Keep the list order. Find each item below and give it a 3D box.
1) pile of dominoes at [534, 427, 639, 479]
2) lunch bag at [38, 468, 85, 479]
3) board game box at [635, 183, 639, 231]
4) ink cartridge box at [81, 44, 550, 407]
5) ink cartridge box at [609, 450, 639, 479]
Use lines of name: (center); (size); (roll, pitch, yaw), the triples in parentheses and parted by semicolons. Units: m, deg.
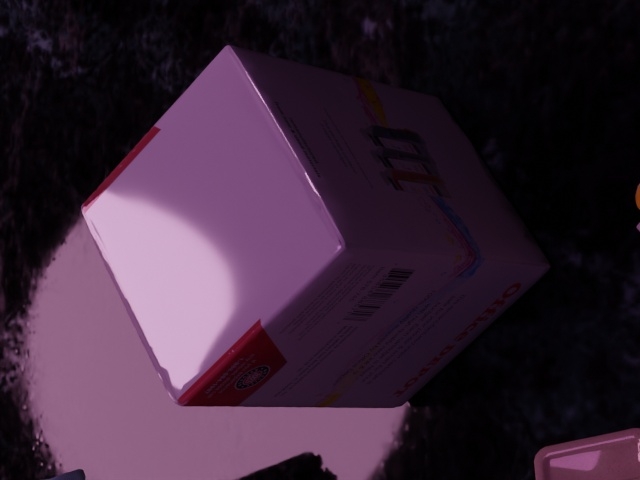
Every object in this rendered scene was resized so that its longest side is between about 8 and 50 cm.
pile of dominoes: (0.153, 0.208, 0.753); (0.196, 0.040, 0.251); (12, 74, 36)
lunch bag: (-0.191, 0.276, 1.010); (0.262, 0.160, 0.223); (127, 129, -63)
board game box: (0.253, 0.016, 0.758); (0.259, 0.039, 0.124); (49, 115, 33)
ink cartridge box: (0.000, 0.000, 0.869); (0.128, 0.176, 0.127); (-45, 59, 27)
ink cartridge box: (0.187, 0.201, 0.775); (0.097, 0.046, 0.207); (-47, 60, 10)
